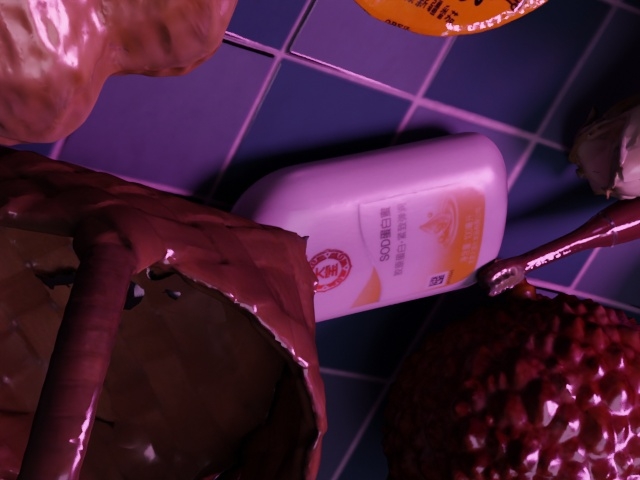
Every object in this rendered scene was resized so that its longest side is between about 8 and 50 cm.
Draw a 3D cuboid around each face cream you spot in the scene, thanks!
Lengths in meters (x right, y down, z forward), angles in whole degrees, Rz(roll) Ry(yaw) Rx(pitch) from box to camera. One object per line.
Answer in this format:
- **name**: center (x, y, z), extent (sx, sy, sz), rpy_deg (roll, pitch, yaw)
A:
- **face cream**: center (0.000, 0.000, 1.105), extent (0.291, 0.071, 0.144), rpy_deg (-10, 129, -20)

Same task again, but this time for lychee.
- **lychee**: center (0.179, 0.159, 1.201), extent (0.264, 0.264, 0.300), rpy_deg (0, 78, -27)

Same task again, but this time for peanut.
- **peanut**: center (-0.159, -0.159, 0.885), extent (0.233, 0.110, 0.196), rpy_deg (-25, 125, -10)

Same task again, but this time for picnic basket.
- **picnic basket**: center (-0.161, 0.121, 0.902), extent (0.337, 0.337, 0.293), rpy_deg (4, 120, -29)

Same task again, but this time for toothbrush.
- **toothbrush**: center (0.280, -0.028, 1.215), extent (0.364, 0.041, 0.040), rpy_deg (-21, 130, -24)

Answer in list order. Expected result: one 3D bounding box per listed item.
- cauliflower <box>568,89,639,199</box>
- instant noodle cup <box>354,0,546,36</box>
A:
- **cauliflower**: center (0.348, -0.104, 1.082), extent (0.281, 0.260, 0.327), rpy_deg (-36, 93, -2)
- **instant noodle cup**: center (0.061, -0.255, 0.887), extent (0.216, 0.172, 0.215), rpy_deg (-14, 127, -19)
